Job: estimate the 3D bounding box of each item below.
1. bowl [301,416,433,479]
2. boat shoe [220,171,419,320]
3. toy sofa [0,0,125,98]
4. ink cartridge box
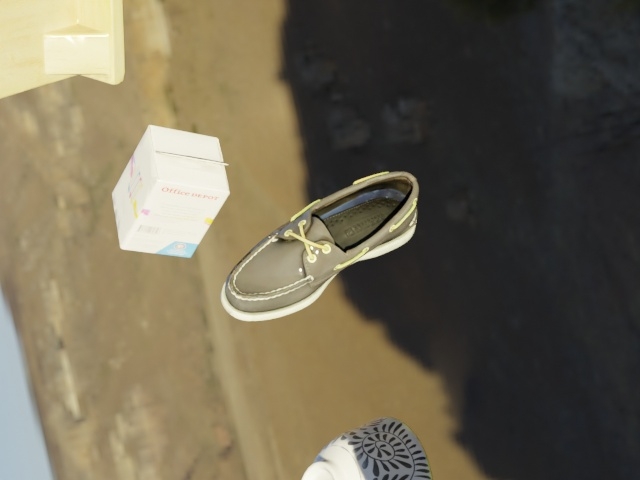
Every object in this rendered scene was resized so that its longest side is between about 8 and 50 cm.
[{"bbox_3d":[0.030,0.256,1.575,0.170,0.080,0.170,-16,70,55],"label":"bowl"},{"bbox_3d":[0.000,0.000,1.567,0.081,0.228,0.068,49,153,23],"label":"boat shoe"},{"bbox_3d":[-0.352,-0.182,1.380,0.177,0.363,0.150,20,121,36],"label":"toy sofa"},{"bbox_3d":[-0.172,-0.062,1.875,0.143,0.092,0.090,-55,37,40],"label":"ink cartridge box"}]
